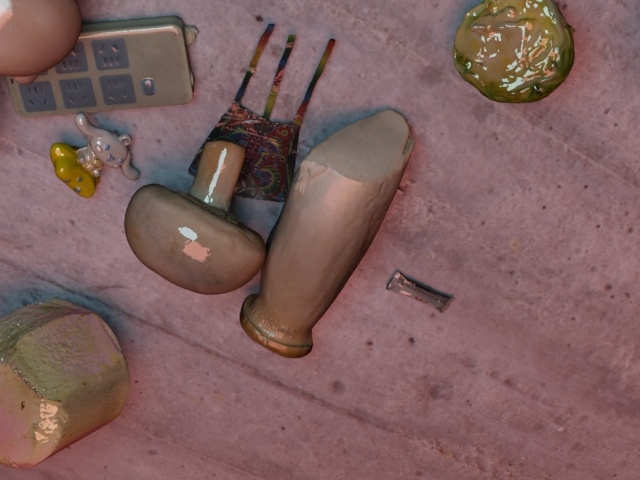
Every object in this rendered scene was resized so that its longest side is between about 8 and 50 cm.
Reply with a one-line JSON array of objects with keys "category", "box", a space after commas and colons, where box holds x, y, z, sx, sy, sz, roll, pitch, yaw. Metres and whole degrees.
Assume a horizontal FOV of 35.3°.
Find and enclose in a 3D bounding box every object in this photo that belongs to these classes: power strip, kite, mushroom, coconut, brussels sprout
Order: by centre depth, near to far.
[{"category": "brussels sprout", "box": [0.258, -0.251, 1.318, 0.151, 0.122, 0.149, 46, 107, 11]}, {"category": "power strip", "box": [-0.294, -0.232, 1.343, 0.270, 0.046, 0.118, -5, 123, 0]}, {"category": "mushroom", "box": [-0.163, -0.038, 1.404, 0.207, 0.207, 0.215, 20, 93, -15]}, {"category": "kite", "box": [-0.074, -0.176, 1.408, 0.152, 0.015, 0.285, 17, 125, -15]}, {"category": "mushroom", "box": [-0.003, 0.001, 1.447, 0.137, 0.154, 0.407, 32, 119, 11]}, {"category": "coconut", "box": [-0.412, 0.203, 1.513, 0.233, 0.245, 0.233, 7, 108, 23]}]

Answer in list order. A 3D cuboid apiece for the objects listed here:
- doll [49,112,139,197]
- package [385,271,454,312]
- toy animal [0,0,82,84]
[{"category": "doll", "box": [-0.310, -0.117, 1.409, 0.135, 0.071, 0.113, 21, 124, -38]}, {"category": "package", "box": [0.158, 0.083, 1.588, 0.110, 0.015, 0.037, 25, 119, -16]}, {"category": "toy animal", "box": [-0.341, -0.317, 1.190, 0.221, 0.230, 0.210, -16, 166, 11]}]
